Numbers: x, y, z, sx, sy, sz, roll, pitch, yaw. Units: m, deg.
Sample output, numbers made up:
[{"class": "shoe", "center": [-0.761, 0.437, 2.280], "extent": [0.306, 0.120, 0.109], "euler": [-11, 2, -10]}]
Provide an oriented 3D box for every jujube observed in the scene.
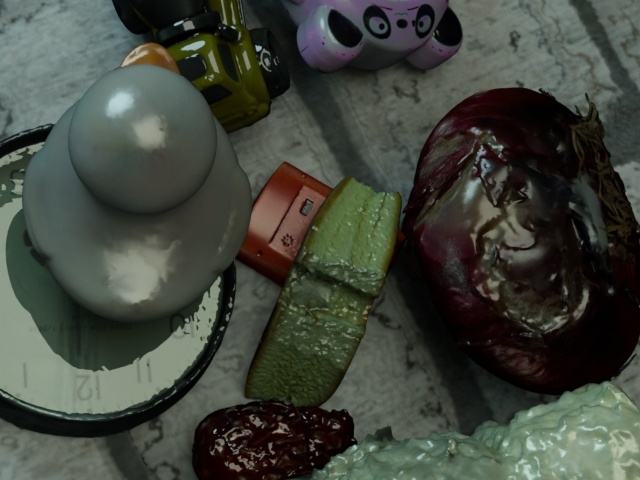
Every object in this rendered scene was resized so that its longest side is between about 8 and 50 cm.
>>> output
[{"class": "jujube", "center": [-0.045, 0.205, 1.715], "extent": [0.166, 0.104, 0.104], "euler": [6, 73, -24]}]

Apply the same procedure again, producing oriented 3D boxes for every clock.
[{"class": "clock", "center": [-0.232, 0.033, 1.732], "extent": [0.312, 0.061, 0.312], "euler": [4, 73, -13]}, {"class": "clock", "center": [0.040, -0.296, 1.857], "extent": [0.227, 0.090, 0.248], "euler": [-6, 75, -35]}, {"class": "clock", "center": [0.000, 0.000, 1.802], "extent": [0.155, 0.061, 0.113], "euler": [29, 72, -2]}]

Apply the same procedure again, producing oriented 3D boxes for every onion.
[{"class": "onion", "center": [0.194, 0.009, 1.754], "extent": [0.314, 0.232, 0.314], "euler": [38, 39, -39]}]

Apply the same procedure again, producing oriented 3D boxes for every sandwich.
[{"class": "sandwich", "center": [0.005, 0.058, 1.725], "extent": [0.090, 0.088, 0.244], "euler": [23, 95, -2]}]

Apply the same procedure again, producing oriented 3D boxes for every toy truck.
[{"class": "toy truck", "center": [-0.130, -0.216, 1.752], "extent": [0.147, 0.165, 0.224], "euler": [-18, 82, 12]}]

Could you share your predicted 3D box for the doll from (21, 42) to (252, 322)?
[{"class": "doll", "center": [-0.162, -0.051, 1.619], "extent": [0.221, 0.221, 0.251], "euler": [8, 86, -12]}]

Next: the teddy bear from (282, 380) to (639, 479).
[{"class": "teddy bear", "center": [0.174, 0.298, 1.669], "extent": [0.362, 0.327, 0.375], "euler": [-32, 125, 1]}]
